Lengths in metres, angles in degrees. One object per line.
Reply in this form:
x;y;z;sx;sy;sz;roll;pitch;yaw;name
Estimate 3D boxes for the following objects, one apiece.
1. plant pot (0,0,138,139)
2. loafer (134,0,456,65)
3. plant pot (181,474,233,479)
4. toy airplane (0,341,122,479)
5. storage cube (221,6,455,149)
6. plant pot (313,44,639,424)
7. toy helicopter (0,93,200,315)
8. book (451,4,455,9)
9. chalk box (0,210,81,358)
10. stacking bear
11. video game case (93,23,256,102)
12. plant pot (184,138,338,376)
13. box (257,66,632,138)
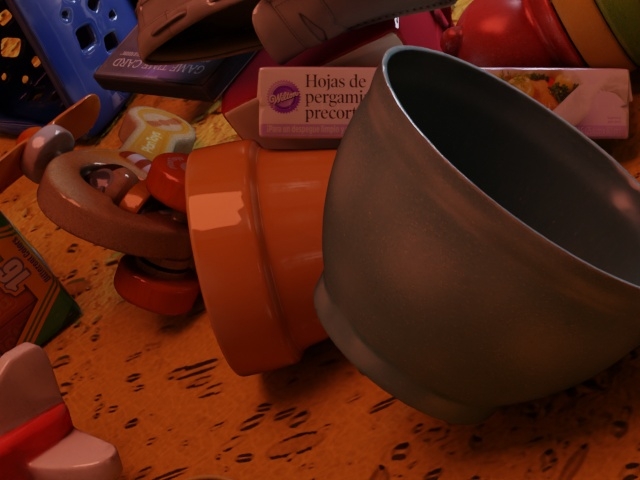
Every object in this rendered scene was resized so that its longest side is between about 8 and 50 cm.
-0.326;-0.277;2.196;0.236;0.236;0.212;8;46;47;plant pot
-0.020;-0.207;1.598;0.319;0.112;0.111;-3;66;30;loafer
-0.088;0.262;1.398;0.134;0.095;0.134;-25;34;18;plant pot
-0.367;0.224;1.540;0.386;0.272;0.384;-25;33;17;toy airplane
0.033;-0.151;1.736;0.215;0.183;0.193;-24;35;18;storage cube
0.117;0.016;1.395;0.196;0.293;0.293;-55;26;22;plant pot
-0.205;-0.071;1.851;0.355;0.235;0.140;-78;7;-69;toy helicopter
0.093;-0.279;1.989;0.096;0.035;0.144;-23;35;14;book
-0.431;0.075;1.881;0.289;0.180;0.179;-41;32;-6;chalk box
0.253;-0.220;1.654;0.289;0.175;0.164;-28;42;18;stacking bear
-0.084;-0.246;1.774;0.196;0.026;0.274;12;59;51;video game case
0.000;0.000;1.581;0.188;0.205;0.205;-12;36;8;plant pot
0.107;-0.120;1.584;0.324;0.063;0.067;0;3;-1;box
